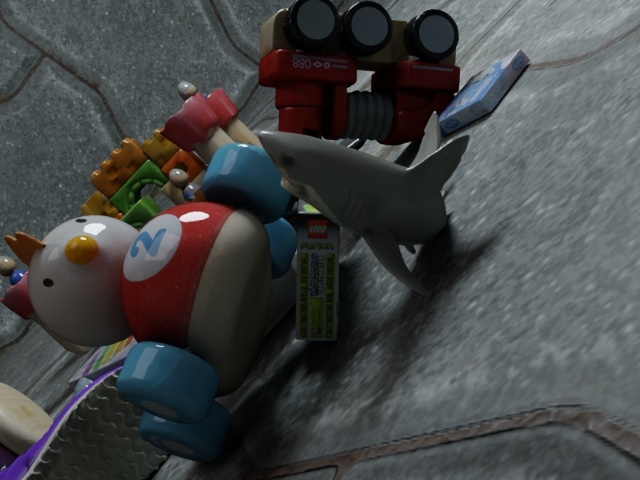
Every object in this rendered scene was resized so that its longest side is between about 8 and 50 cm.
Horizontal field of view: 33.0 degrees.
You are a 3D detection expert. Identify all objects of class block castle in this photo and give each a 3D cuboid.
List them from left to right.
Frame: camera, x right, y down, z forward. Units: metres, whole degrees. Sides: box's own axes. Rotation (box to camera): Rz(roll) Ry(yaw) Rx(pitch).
[{"bbox_3d":[-0.298,-0.051,1.759,0.453,0.213,0.303,-45,4,11],"label":"block castle"}]

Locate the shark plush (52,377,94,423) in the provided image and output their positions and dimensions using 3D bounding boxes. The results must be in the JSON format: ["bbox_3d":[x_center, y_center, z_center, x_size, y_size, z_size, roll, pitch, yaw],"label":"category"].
[{"bbox_3d":[-0.279,0.223,1.227,0.073,0.067,0.161,-35,15,35],"label":"shark plush"}]

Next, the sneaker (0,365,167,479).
[{"bbox_3d":[-0.255,0.224,1.018,0.293,0.102,0.146,-50,22,-27],"label":"sneaker"}]

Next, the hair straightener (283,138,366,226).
[{"bbox_3d":[-0.039,-0.062,1.251,0.230,0.089,0.047,-33,21,-13],"label":"hair straightener"}]

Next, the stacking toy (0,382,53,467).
[{"bbox_3d":[-0.476,0.341,1.356,0.330,0.141,0.141,-50,12,-2],"label":"stacking toy"}]

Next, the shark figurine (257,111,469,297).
[{"bbox_3d":[0.081,-0.050,0.889,0.116,0.166,0.278,-51,-17,17],"label":"shark figurine"}]

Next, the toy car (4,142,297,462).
[{"bbox_3d":[-0.164,0.032,0.897,0.210,0.238,0.219,89,-162,-64],"label":"toy car"}]

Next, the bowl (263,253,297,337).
[{"bbox_3d":[-0.074,0.049,1.059,0.053,0.142,0.142,33,71,33],"label":"bowl"}]

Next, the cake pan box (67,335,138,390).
[{"bbox_3d":[-0.173,0.092,1.332,0.245,0.070,0.267,-49,13,-33],"label":"cake pan box"}]

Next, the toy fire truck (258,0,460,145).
[{"bbox_3d":[0.046,-0.134,1.195,0.158,0.217,0.246,176,97,-71],"label":"toy fire truck"}]

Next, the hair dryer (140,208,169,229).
[{"bbox_3d":[-0.228,0.067,1.567,0.293,0.080,0.224,-42,-26,27],"label":"hair dryer"}]

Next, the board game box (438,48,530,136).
[{"bbox_3d":[0.171,-0.157,1.158,0.090,0.020,0.090,-51,14,-30],"label":"board game box"}]

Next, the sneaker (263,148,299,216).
[{"bbox_3d":[-0.055,-0.078,1.460,0.135,0.097,0.276,-24,1,3],"label":"sneaker"}]

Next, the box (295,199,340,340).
[{"bbox_3d":[0.000,0.000,0.983,0.036,0.114,0.207,1,17,1],"label":"box"}]
